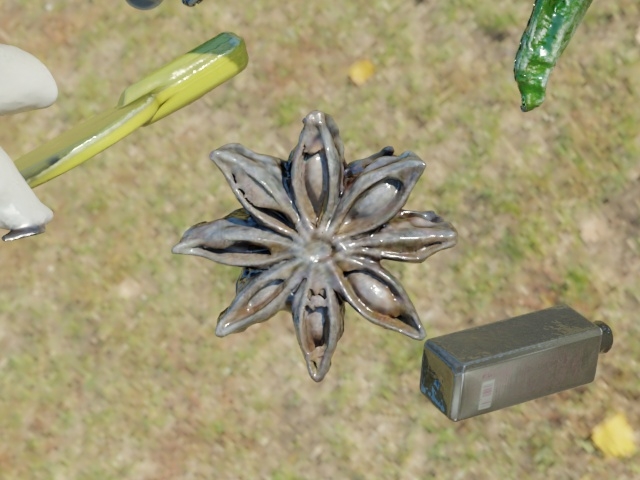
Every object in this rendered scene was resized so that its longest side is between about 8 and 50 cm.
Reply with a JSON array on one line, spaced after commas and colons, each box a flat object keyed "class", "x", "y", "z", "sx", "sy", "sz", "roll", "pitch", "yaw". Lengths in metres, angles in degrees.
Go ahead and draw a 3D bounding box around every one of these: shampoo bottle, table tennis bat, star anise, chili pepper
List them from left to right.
[{"class": "table tennis bat", "x": -0.234, "y": -0.136, "z": 1.710, "sx": 0.369, "sy": 0.054, "sz": 0.224, "roll": -34, "pitch": 15, "yaw": -23}, {"class": "star anise", "x": 0.001, "y": 0.001, "z": 1.336, "sx": 0.109, "sy": 0.236, "sz": 0.223, "roll": -60, "pitch": -6, "yaw": -79}, {"class": "shampoo bottle", "x": 0.237, "y": 0.138, "z": 1.756, "sx": 0.246, "sy": 0.080, "sz": 0.079, "roll": -12, "pitch": 31, "yaw": -28}, {"class": "chili pepper", "x": 0.262, "y": -0.246, "z": 1.630, "sx": 0.059, "sy": 0.088, "sz": 0.226, "roll": -138, "pitch": 66, "yaw": -80}]

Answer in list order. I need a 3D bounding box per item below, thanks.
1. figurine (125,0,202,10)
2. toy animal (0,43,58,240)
[{"class": "figurine", "x": -0.213, "y": -0.358, "z": 1.833, "sx": 0.147, "sy": 0.192, "sz": 0.126, "roll": -42, "pitch": 26, "yaw": 19}, {"class": "toy animal", "x": -0.381, "y": -0.066, "z": 1.206, "sx": 0.325, "sy": 0.154, "sz": 0.208, "roll": -4, "pitch": 64, "yaw": 2}]
